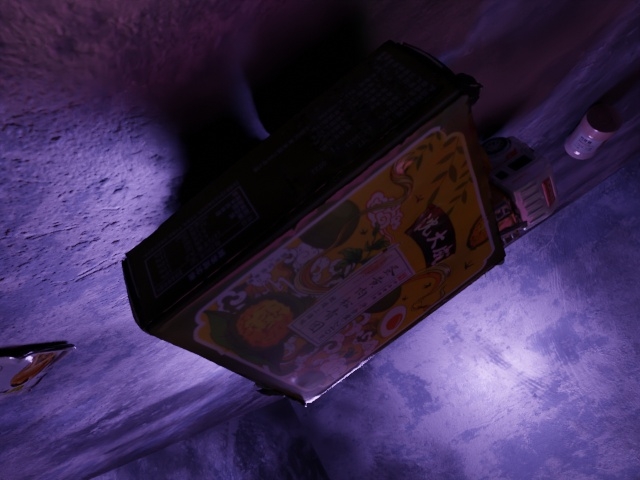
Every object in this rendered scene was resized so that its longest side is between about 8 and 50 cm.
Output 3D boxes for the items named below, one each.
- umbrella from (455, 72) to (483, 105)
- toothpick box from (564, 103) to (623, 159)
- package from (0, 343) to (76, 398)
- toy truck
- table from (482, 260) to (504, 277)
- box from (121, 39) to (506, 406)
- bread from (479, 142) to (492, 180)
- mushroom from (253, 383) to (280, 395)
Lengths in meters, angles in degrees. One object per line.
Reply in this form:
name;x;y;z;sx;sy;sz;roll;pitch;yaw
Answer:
umbrella;0.090;-0.173;0.632;0.326;0.090;0.094;-25;146;-13
toothpick box;0.806;-0.319;1.306;0.099;0.098;0.149;-30;161;-5
package;-0.545;0.236;0.756;0.171;0.027;0.173;-39;162;19
toy truck;0.349;-0.060;1.013;0.388;0.206;0.173;-34;125;3
table;0.581;0.042;1.671;0.167;0.198;0.166;-28;159;-12
box;0.028;0.022;0.603;0.420;0.138;0.373;-37;139;3
bread;0.233;-0.125;0.861;0.199;0.104;0.199;-15;145;-10
mushroom;-0.079;0.197;0.947;0.353;0.260;0.352;1;161;0
